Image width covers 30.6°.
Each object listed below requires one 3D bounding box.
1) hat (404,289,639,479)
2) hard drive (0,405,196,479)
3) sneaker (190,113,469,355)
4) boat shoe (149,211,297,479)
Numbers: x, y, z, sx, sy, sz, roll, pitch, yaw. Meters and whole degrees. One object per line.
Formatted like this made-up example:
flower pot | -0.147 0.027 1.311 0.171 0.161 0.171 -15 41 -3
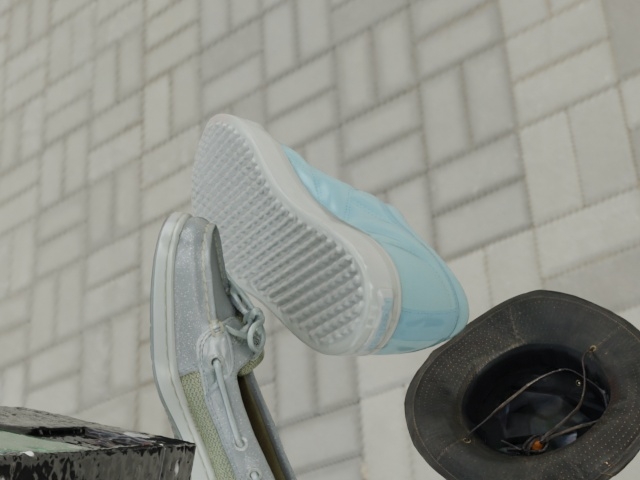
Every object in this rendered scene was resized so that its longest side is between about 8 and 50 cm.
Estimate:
hat | 0.275 0.219 1.434 0.331 0.134 0.331 -20 38 16
hard drive | -0.231 0.119 0.632 0.237 0.339 0.064 9 83 13
sneaker | 0.000 0.000 1.072 0.366 0.150 0.135 49 121 47
boat shoe | -0.069 0.130 0.954 0.103 0.118 0.320 -9 98 4
